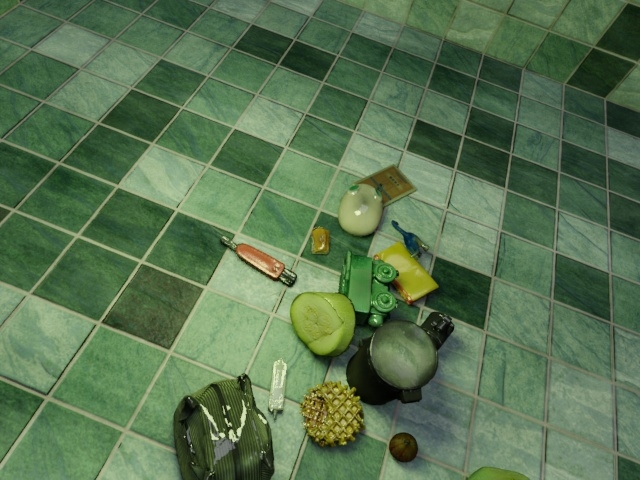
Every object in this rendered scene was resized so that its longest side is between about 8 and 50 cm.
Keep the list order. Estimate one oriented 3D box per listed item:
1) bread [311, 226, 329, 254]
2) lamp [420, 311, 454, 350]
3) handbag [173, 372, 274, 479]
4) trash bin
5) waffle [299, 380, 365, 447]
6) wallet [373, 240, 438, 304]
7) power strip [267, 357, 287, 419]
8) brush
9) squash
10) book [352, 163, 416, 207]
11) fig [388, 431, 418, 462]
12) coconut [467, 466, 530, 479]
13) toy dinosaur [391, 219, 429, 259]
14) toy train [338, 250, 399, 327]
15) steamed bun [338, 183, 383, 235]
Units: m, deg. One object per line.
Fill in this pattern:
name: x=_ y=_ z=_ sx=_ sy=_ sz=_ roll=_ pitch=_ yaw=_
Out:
bread: x=0.000 y=0.000 z=1.716 sx=0.072 sy=0.053 sz=0.105 roll=3 pitch=63 yaw=-6
lamp: x=0.377 y=0.328 z=1.520 sx=0.147 sy=0.172 sz=0.227 roll=39 pitch=61 yaw=15
handbag: x=-0.266 y=0.543 z=1.218 sx=0.248 sy=0.240 sz=0.340 roll=-11 pitch=60 yaw=-22
trash bin: x=0.207 y=0.388 z=1.371 sx=0.203 sy=0.301 sz=0.251 roll=-4 pitch=63 yaw=-15
waffle: x=0.036 y=0.534 z=1.373 sx=0.197 sy=0.070 sz=0.192 roll=-12 pitch=66 yaw=-14
wallet: x=0.318 y=0.126 z=1.701 sx=0.141 sy=0.067 sz=0.241 roll=-26 pitch=62 yaw=-20
power strip: x=-0.136 y=0.468 z=1.410 sx=0.048 sy=0.030 sz=0.191 roll=9 pitch=57 yaw=-8
brush: x=-0.231 y=0.070 z=1.631 sx=0.324 sy=0.051 sz=0.070 roll=32 pitch=64 yaw=5
squash: x=0.010 y=0.271 z=1.440 sx=0.133 sy=0.220 sz=0.220 roll=12 pitch=50 yaw=-44
book: x=0.280 y=-0.233 z=1.938 sx=0.242 sy=0.018 sz=0.170 roll=-28 pitch=68 yaw=-25
fig: x=0.258 y=0.617 z=1.341 sx=0.089 sy=0.125 sz=0.088 roll=3 pitch=56 yaw=-4
coconut: x=0.519 y=0.774 z=1.253 sx=0.236 sy=0.205 sz=0.235 roll=3 pitch=83 yaw=-27
toy dinosaur: x=0.330 y=-0.008 z=1.725 sx=0.188 sy=0.075 sz=0.248 roll=42 pitch=20 yaw=9
toy train: x=0.167 y=0.178 z=1.585 sx=0.202 sy=0.145 sz=0.265 roll=9 pitch=57 yaw=-2
steamed bun: x=0.165 y=-0.134 z=1.779 sx=0.177 sy=0.130 sz=0.228 roll=16 pitch=62 yaw=5
